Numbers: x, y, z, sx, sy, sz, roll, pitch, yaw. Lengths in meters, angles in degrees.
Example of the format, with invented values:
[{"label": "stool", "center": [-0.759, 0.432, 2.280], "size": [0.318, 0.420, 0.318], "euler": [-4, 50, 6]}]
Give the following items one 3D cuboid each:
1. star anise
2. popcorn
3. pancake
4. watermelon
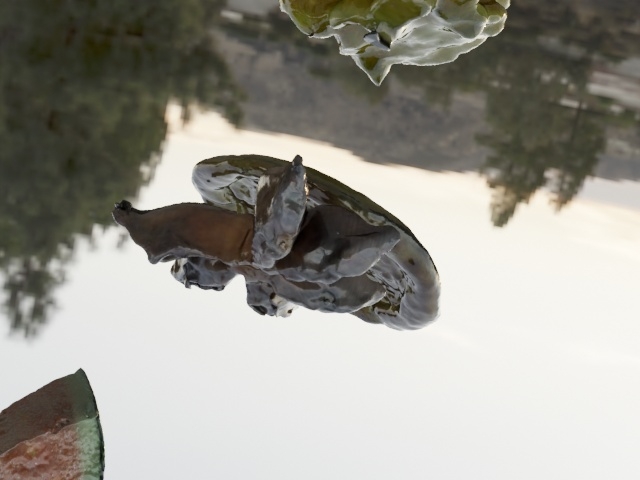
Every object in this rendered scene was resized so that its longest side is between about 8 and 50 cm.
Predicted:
[{"label": "star anise", "center": [-0.033, 0.014, 0.947], "size": [0.208, 0.063, 0.172], "euler": [-11, 142, 37]}, {"label": "popcorn", "center": [0.060, -0.249, 1.156], "size": [0.249, 0.225, 0.249], "euler": [-5, 158, -2]}, {"label": "pancake", "center": [0.000, 0.000, 1.128], "size": [0.250, 0.031, 0.250], "euler": [29, 161, 11]}, {"label": "watermelon", "center": [-0.347, 0.281, 1.393], "size": [0.226, 0.318, 0.148], "euler": [36, -173, -45]}]
